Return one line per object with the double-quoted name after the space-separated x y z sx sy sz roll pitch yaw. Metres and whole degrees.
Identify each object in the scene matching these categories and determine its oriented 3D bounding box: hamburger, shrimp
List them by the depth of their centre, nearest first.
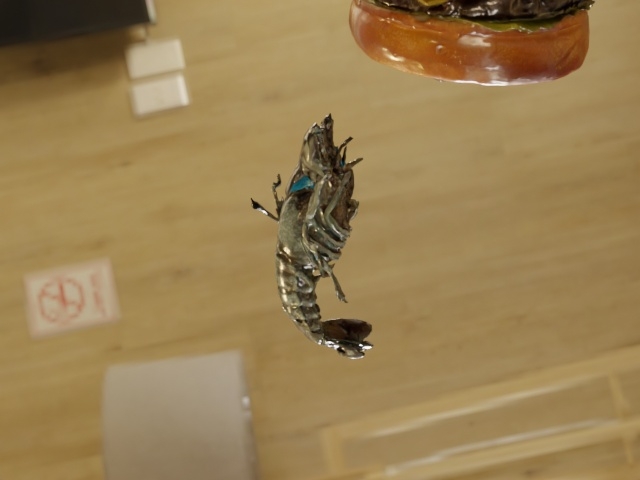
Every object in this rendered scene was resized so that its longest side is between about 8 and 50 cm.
-0.004 0.002 0.959 0.082 0.076 0.174 -105 9 -67 "shrimp"
0.166 -0.295 1.524 0.291 0.291 0.225 -102 13 -68 "hamburger"
